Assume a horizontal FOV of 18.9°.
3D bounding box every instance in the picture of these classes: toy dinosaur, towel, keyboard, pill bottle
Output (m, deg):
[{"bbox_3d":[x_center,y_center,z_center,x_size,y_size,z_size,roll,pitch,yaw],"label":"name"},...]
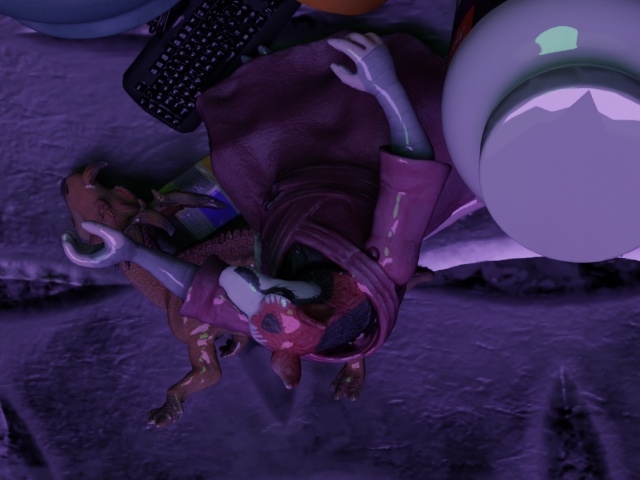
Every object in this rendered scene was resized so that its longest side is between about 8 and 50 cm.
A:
[{"bbox_3d":[-0.059,0.025,1.534,0.296,0.127,0.200,-6,118,3],"label":"toy dinosaur"},{"bbox_3d":[-0.087,-0.039,1.570,0.083,0.009,0.060,-30,114,24],"label":"towel"},{"bbox_3d":[-0.089,-0.164,1.476,0.100,0.038,0.192,35,119,-13],"label":"keyboard"},{"bbox_3d":[0.176,-0.122,1.292,0.182,0.323,0.181,4,122,6],"label":"pill bottle"}]

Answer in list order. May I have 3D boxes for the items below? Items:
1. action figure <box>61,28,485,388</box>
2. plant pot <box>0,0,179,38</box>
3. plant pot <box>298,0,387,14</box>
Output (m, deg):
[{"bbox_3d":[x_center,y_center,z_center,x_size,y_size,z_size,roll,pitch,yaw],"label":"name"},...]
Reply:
[{"bbox_3d":[0.000,0.000,1.361,0.248,0.370,0.275,-26,119,21],"label":"action figure"},{"bbox_3d":[-0.174,-0.262,1.310,0.293,0.293,0.196,-1,149,9],"label":"plant pot"},{"bbox_3d":[0.039,-0.260,1.316,0.205,0.205,0.188,30,136,-10],"label":"plant pot"}]
